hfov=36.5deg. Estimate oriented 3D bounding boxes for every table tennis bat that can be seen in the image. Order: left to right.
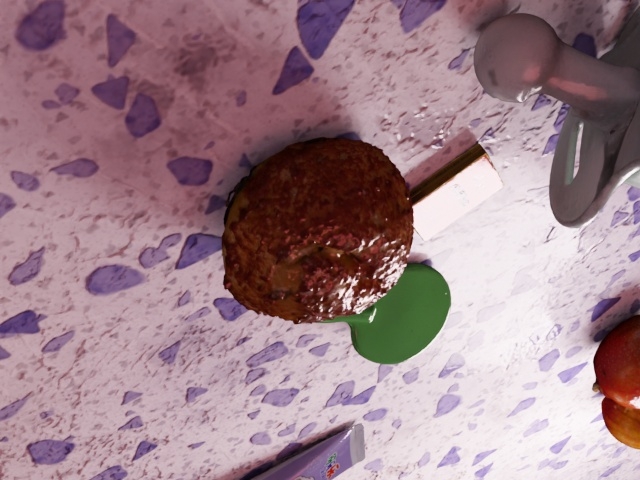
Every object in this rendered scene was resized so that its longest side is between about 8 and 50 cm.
[{"bbox_3d":[0.078,0.101,1.352,0.257,0.039,0.160,7,111,-35],"label":"table tennis bat"}]

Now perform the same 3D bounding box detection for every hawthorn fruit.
[{"bbox_3d":[0.579,0.229,1.774,0.169,0.169,0.188,6,144,-40],"label":"hawthorn fruit"}]

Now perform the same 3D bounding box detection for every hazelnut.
[{"bbox_3d":[0.672,0.337,1.955,0.204,0.178,0.178,-24,143,-9],"label":"hazelnut"}]

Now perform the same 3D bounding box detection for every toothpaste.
[{"bbox_3d":[-0.085,0.416,1.604,0.371,0.080,0.125,-26,141,-19],"label":"toothpaste"}]

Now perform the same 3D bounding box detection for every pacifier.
[{"bbox_3d":[0.301,-0.184,1.084,0.269,0.288,0.343,22,148,-10],"label":"pacifier"}]

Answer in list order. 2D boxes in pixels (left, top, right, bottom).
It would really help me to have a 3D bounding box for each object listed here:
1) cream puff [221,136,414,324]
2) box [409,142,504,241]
[{"bbox_3d":[0.000,0.000,1.100,0.240,0.164,0.240,-15,142,-12],"label":"cream puff"},{"bbox_3d":[0.169,-0.061,1.258,0.133,0.023,0.090,-35,146,5],"label":"box"}]
